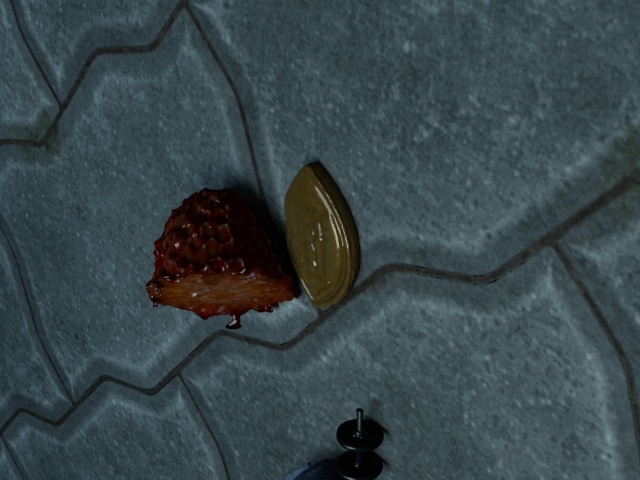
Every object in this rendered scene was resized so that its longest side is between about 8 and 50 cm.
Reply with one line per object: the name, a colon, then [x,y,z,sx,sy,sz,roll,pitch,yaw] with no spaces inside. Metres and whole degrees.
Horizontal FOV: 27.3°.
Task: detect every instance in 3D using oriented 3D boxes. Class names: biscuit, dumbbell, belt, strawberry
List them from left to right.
strawberry: [-0.142,0.015,1.926,0.234,0.234,0.178,-33,54,56]
belt: [-0.018,0.411,1.997,0.128,0.122,0.218,55,145,22]
biscuit: [0.000,0.000,1.814,0.142,0.029,0.221,29,131,41]
dumbbell: [0.055,0.299,1.878,0.069,0.069,0.147,31,132,40]
